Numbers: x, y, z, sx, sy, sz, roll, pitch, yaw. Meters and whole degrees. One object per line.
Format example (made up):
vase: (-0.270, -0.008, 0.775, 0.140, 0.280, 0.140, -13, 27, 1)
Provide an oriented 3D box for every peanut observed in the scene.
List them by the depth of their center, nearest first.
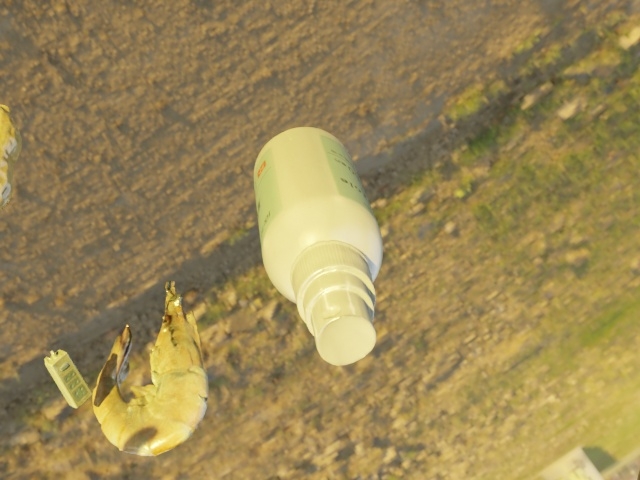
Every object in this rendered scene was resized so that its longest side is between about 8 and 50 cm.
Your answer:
peanut: (-0.210, -0.054, 0.563, 0.037, 0.083, 0.037, -2, 145, -1)

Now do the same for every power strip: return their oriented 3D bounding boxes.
power strip: (-0.291, 0.158, 1.014, 0.027, 0.017, 0.083, -47, 133, -35)

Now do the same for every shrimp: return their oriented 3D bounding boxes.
shrimp: (-0.215, 0.164, 1.104, 0.145, 0.254, 0.059, -21, 136, 0)

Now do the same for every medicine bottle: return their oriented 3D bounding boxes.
medicine bottle: (0.000, 0.000, 0.812, 0.110, 0.352, 0.110, -3, 116, -6)

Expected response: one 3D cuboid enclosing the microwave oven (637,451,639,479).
microwave oven: (0.285, 0.251, 0.652, 0.208, 0.122, 0.162, -44, 138, -57)
